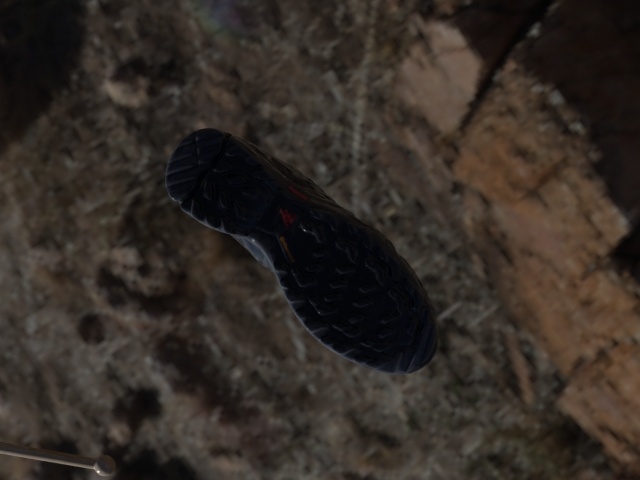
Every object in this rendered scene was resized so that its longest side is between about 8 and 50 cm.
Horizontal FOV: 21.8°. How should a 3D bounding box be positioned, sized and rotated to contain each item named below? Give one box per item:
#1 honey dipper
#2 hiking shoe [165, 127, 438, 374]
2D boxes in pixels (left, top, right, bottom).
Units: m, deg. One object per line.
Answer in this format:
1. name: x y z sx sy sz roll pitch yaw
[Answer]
1. honey dipper: -0.254 0.182 1.417 0.160 0.030 0.030 11 134 3
2. hiking shoe: 0.000 0.000 1.164 0.227 0.114 0.086 43 105 5
